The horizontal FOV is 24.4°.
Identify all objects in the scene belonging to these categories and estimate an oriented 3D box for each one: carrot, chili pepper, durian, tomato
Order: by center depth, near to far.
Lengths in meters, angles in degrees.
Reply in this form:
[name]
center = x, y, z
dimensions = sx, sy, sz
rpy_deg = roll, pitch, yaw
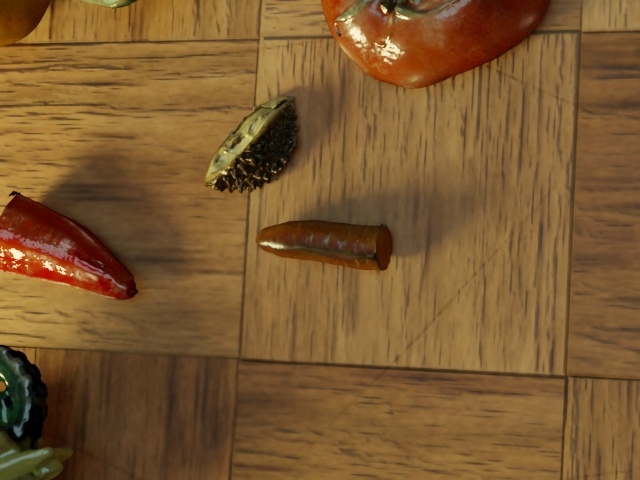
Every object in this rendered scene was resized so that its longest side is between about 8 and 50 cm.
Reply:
[tomato]
center = 0.105, -0.265, 1.443
dimensions = 0.237, 0.095, 0.237
rpy_deg = -2, 84, 18
[carrot]
center = 0.000, 0.000, 1.472
dimensions = 0.139, 0.048, 0.048
rpy_deg = 7, 86, 20
[durian]
center = -0.064, -0.091, 1.517
dimensions = 0.130, 0.052, 0.066
rpy_deg = -44, 34, 6
[chili pepper]
center = -0.262, 0.021, 1.552
dimensions = 0.169, 0.065, 0.088
rpy_deg = 23, 92, 16

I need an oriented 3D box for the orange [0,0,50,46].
[orange]
center = -0.361, -0.280, 1.580
dimensions = 0.134, 0.155, 0.154
rpy_deg = -4, 79, 60

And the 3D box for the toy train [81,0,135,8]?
[toy train]
center = -0.218, -0.378, 1.469
dimensions = 0.159, 0.129, 0.326
rpy_deg = 20, 134, 40

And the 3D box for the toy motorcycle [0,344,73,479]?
[toy motorcycle]
center = -0.429, 0.286, 1.517
dimensions = 0.410, 0.169, 0.237
rpy_deg = -35, 75, 12
